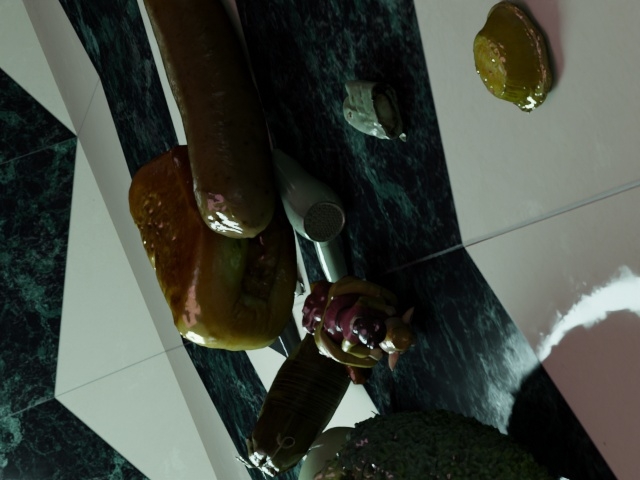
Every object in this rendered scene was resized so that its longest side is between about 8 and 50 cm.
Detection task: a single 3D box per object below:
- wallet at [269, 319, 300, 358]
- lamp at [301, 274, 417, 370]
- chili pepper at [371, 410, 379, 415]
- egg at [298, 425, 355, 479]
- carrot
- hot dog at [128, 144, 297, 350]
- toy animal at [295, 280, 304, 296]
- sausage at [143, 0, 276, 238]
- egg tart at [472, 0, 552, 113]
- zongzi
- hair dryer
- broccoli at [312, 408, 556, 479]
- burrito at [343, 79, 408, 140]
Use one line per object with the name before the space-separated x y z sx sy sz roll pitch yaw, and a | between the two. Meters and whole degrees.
wallet | -0.103 0.133 2.338 0.250 0.044 0.149 21 135 67
lamp | 0.062 0.111 1.698 0.253 0.118 0.118 8 119 67
chili pepper | 0.122 0.307 1.792 0.192 0.084 0.086 52 141 31
egg | 0.063 0.395 1.899 0.186 0.187 0.253 118 133 -68
carrot | 0.029 0.139 1.945 0.170 0.042 0.042 66 163 -1
hot dog | -0.161 -0.027 2.005 0.223 0.185 0.405 -64 36 30
toy animal | -0.082 0.048 2.119 0.124 0.071 0.085 61 180 -3
sausage | -0.164 -0.224 1.895 0.123 0.136 0.500 -44 55 45
egg tart | 0.167 -0.162 1.153 0.105 0.039 0.105 59 162 32
zongzi | -0.043 0.277 2.050 0.111 0.247 0.241 29 163 2
hair dryer | 0.000 0.000 1.856 0.237 0.075 0.206 68 172 -29
broccoli | 0.093 0.325 1.468 0.249 0.302 0.375 35 165 -20
burrito | 0.057 -0.152 1.496 0.118 0.044 0.074 20 134 63
